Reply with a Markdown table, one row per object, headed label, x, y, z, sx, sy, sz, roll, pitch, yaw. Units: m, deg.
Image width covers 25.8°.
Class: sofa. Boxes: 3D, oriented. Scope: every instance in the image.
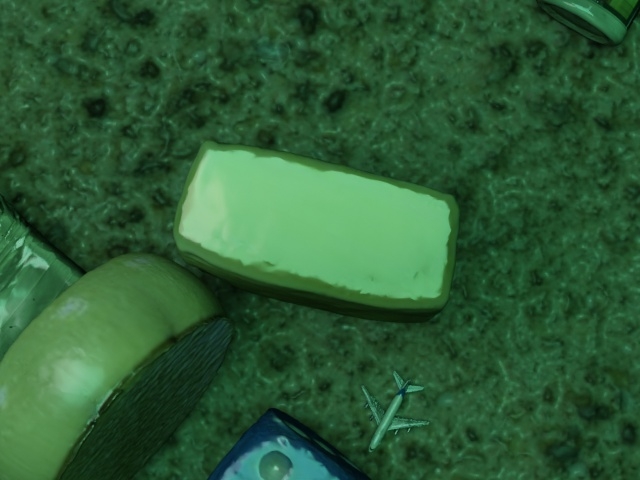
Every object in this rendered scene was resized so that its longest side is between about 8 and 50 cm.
| label | x | y | z | sx | sy | sz | roll | pitch | yaw |
| --- | --- | --- | --- | --- | --- | --- | --- | --- | --- |
| sofa | -0.334 | 0.063 | 1.338 | 0.225 | 0.176 | 0.210 | 41 | 87 | 4 |

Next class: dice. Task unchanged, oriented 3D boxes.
| label | x | y | z | sx | sy | sz | roll | pitch | yaw |
| --- | --- | --- | --- | --- | --- | --- | --- | --- | --- |
| dice | -0.037 | 0.254 | 1.334 | 0.146 | 0.146 | 0.143 | 36 | 89 | 3 |

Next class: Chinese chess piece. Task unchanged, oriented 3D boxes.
| label | x | y | z | sx | sy | sz | roll | pitch | yaw |
| --- | --- | --- | --- | --- | --- | --- | --- | --- | --- |
| Chinese chess piece | -0.199 | 0.137 | 1.283 | 0.112 | 0.270 | 0.270 | 39 | 87 | 13 |

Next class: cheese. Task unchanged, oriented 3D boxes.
| label | x | y | z | sx | sy | sz | roll | pitch | yaw |
| --- | --- | --- | --- | --- | --- | --- | --- | --- | --- |
| cheese | 0.000 | 0.000 | 1.294 | 0.242 | 0.265 | 0.124 | 9 | 85 | 2 |

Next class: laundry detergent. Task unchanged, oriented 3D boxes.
| label | x | y | z | sx | sy | sz | roll | pitch | yaw |
| --- | --- | --- | --- | --- | --- | --- | --- | --- | --- |
| laundry detergent | 0.314 | -0.313 | 1.415 | 0.099 | 0.070 | 0.225 | 31 | 85 | 11 |

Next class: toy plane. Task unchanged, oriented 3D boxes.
| label | x | y | z | sx | sy | sz | roll | pitch | yaw |
| --- | --- | --- | --- | --- | --- | --- | --- | --- | --- |
| toy plane | 0.070 | 0.174 | 1.400 | 0.078 | 0.024 | 0.084 | 29 | 93 | 2 |
